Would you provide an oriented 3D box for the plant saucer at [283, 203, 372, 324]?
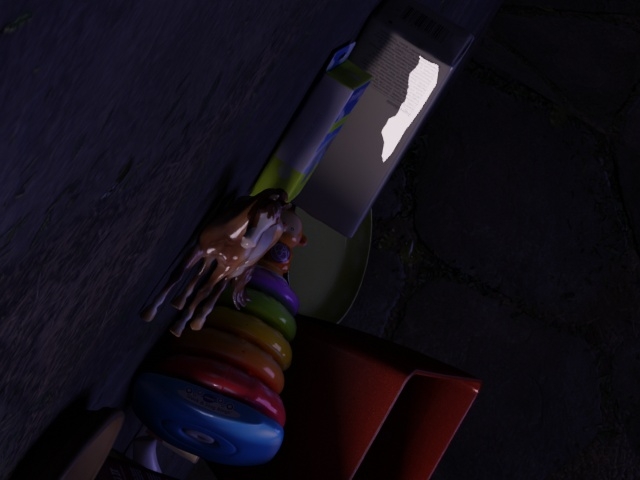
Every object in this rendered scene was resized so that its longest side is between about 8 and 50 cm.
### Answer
[{"bbox_3d":[0.000,0.000,2.115,0.241,0.037,0.241,-29,123,-58],"label":"plant saucer"}]

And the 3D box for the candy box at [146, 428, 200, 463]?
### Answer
[{"bbox_3d":[-0.105,0.130,2.163,0.316,0.087,0.183,-55,173,-44],"label":"candy box"}]

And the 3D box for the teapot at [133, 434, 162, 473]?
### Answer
[{"bbox_3d":[-0.240,0.424,2.063,0.252,0.256,0.187,-35,139,-22],"label":"teapot"}]

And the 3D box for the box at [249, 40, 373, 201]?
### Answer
[{"bbox_3d":[-0.005,-0.121,1.691,0.178,0.042,0.109,-57,177,18],"label":"box"}]

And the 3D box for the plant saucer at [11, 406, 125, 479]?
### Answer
[{"bbox_3d":[-0.270,0.262,1.452,0.278,0.041,0.278,-57,177,-5],"label":"plant saucer"}]

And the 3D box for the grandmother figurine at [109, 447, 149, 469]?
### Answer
[{"bbox_3d":[-0.292,0.409,1.838,0.342,0.104,0.208,-59,141,-9],"label":"grandmother figurine"}]

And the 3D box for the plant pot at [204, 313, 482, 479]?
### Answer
[{"bbox_3d":[0.001,0.219,1.952,0.267,0.236,0.267,-60,155,5],"label":"plant pot"}]

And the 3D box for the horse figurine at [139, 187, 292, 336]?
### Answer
[{"bbox_3d":[-0.088,0.013,1.554,0.174,0.066,0.263,-51,175,4],"label":"horse figurine"}]

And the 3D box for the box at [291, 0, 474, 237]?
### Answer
[{"bbox_3d":[0.060,-0.143,1.841,0.275,0.113,0.094,-58,178,37],"label":"box"}]

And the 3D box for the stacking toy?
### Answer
[{"bbox_3d":[-0.083,0.091,1.821,0.166,0.175,0.302,111,0,-66],"label":"stacking toy"}]

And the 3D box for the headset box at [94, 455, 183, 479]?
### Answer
[{"bbox_3d":[-0.196,0.368,1.724,0.218,0.293,0.110,-57,-149,14],"label":"headset box"}]
